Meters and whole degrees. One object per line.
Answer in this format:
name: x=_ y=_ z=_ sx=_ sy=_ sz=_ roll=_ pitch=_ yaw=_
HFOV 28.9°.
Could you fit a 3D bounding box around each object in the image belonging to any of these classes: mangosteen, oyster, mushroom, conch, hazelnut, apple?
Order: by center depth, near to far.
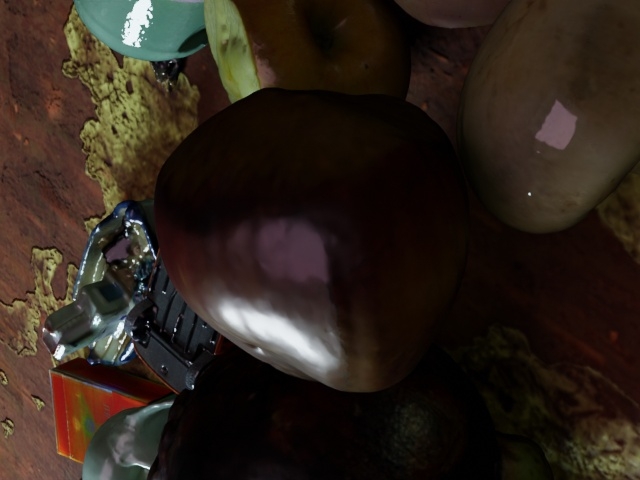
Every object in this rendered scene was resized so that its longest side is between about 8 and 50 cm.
hazelnut: x=0.000 y=0.000 z=0.839 sx=0.251 sy=0.217 sz=0.217 roll=-157 pitch=60 yaw=-64
mushroom: x=0.196 y=-0.101 z=0.848 sx=0.206 sy=0.209 sz=0.206 roll=-178 pitch=90 yaw=-68
mangosteen: x=0.038 y=0.220 z=1.003 sx=0.359 sy=0.306 sz=0.306 roll=22 pitch=122 yaw=-2
apple: x=-0.015 y=-0.140 z=1.018 sx=0.173 sy=0.160 sz=0.195 roll=-35 pitch=66 yaw=56
oyster: x=-0.158 y=-0.187 z=1.233 sx=0.054 sy=0.019 sz=0.083 roll=-8 pitch=97 yaw=43
conch: x=-0.130 y=0.229 z=1.246 sx=0.221 sy=0.121 sz=0.185 roll=0 pitch=127 yaw=15

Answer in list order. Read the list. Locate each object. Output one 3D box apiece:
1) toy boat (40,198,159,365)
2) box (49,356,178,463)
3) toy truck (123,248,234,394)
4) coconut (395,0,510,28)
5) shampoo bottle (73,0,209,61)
toy boat: x=-0.217 y=0.051 z=1.288 sx=0.114 sy=0.115 sz=0.262 roll=48 pitch=129 yaw=21
box: x=-0.227 y=0.205 z=1.387 sx=0.175 sy=0.048 sz=0.112 roll=13 pitch=112 yaw=39
toy truck: x=-0.091 y=0.024 z=1.169 sx=0.107 sy=0.114 sz=0.253 roll=36 pitch=122 yaw=29
coconut: x=0.103 y=-0.229 z=0.902 sx=0.147 sy=0.152 sz=0.147 roll=-2 pitch=81 yaw=15
shampoo bottle: x=-0.112 y=-0.289 z=1.041 sx=0.151 sy=0.222 sz=0.349 roll=47 pitch=142 yaw=7
